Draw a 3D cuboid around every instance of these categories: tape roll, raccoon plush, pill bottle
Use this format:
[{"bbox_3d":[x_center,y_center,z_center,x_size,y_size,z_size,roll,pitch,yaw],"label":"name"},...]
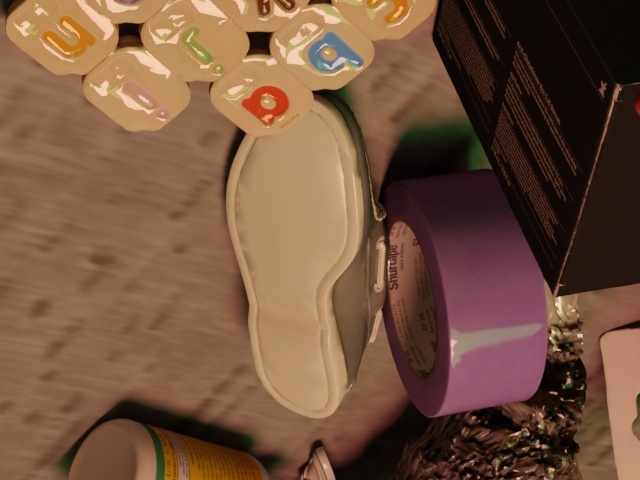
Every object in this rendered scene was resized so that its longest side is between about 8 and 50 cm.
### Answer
[{"bbox_3d":[0.107,0.041,1.229,0.080,0.189,0.189,-8,138,-12],"label":"tape roll"},{"bbox_3d":[0.077,0.217,1.445,0.299,0.216,0.447,-10,110,-10],"label":"raccoon plush"},{"bbox_3d":[-0.117,0.241,1.419,0.208,0.118,0.117,23,124,-39],"label":"pill bottle"}]

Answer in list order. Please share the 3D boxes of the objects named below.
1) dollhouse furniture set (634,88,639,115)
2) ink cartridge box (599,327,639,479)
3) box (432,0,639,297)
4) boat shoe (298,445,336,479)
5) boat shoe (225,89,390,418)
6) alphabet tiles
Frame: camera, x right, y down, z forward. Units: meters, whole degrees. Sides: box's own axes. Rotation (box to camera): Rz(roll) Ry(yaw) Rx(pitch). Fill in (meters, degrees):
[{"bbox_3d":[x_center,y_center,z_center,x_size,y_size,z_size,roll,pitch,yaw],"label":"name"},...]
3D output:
[{"bbox_3d":[0.228,-0.203,0.840,0.201,0.374,0.152,8,140,-27],"label":"dollhouse furniture set"},{"bbox_3d":[0.434,0.163,1.400,0.353,0.207,0.119,-8,180,15],"label":"ink cartridge box"},{"bbox_3d":[0.168,-0.124,1.014,0.103,0.261,0.184,-9,139,-12],"label":"box"},{"bbox_3d":[-0.004,0.237,1.525,0.035,0.035,0.100,-17,146,-7],"label":"boat shoe"},{"bbox_3d":[0.000,0.000,1.239,0.099,0.116,0.319,-48,149,-41],"label":"boat shoe"},{"bbox_3d":[-0.066,-0.190,1.017,0.284,0.021,0.278,-38,127,20],"label":"alphabet tiles"}]
